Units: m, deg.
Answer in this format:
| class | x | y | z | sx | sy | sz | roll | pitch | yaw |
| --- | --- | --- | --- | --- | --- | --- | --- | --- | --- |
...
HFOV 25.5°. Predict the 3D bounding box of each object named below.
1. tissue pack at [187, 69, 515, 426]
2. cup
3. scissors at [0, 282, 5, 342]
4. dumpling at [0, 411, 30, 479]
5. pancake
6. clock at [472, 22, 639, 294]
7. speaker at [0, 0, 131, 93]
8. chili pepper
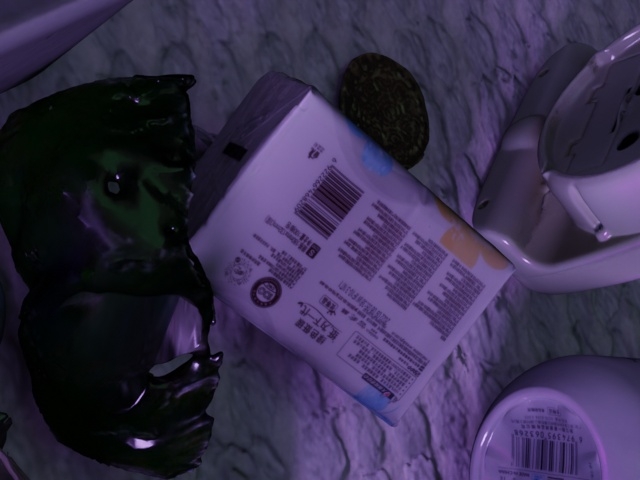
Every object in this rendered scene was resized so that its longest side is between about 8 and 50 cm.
| class | x | y | z | sx | sy | sz | roll | pitch | yaw |
| --- | --- | --- | --- | --- | --- | --- | --- | --- | --- |
| tissue pack | 0.000 | 0.000 | 1.062 | 0.229 | 0.145 | 0.159 | 38 | 88 | -27 |
| cup | 0.287 | 0.202 | 1.194 | 0.317 | 0.212 | 0.212 | 10 | 72 | -39 |
| scissors | -0.231 | 0.019 | 0.778 | 0.041 | 0.289 | 0.138 | 22 | 57 | 13 |
| dumpling | -0.221 | 0.232 | 0.789 | 0.204 | 0.163 | 0.293 | -24 | 97 | -12 |
| pancake | 0.056 | -0.108 | 1.210 | 0.115 | 0.011 | 0.115 | 13 | 69 | -39 |
| clock | 0.299 | -0.097 | 1.213 | 0.108 | 0.324 | 0.265 | 46 | 51 | -23 |
| speaker | -0.279 | -0.143 | 0.802 | 0.406 | 0.184 | 0.183 | -36 | 103 | -42 |
| chili pepper | -0.137 | 0.026 | 0.899 | 0.116 | 0.148 | 0.265 | 28 | 54 | -85 |
